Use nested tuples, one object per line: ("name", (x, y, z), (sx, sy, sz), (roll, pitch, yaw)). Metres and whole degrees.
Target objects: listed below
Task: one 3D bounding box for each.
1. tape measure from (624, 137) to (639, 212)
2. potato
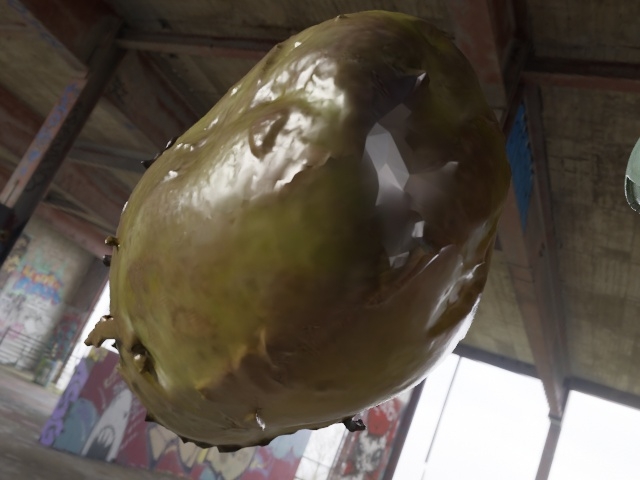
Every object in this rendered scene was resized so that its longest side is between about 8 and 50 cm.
("tape measure", (0.571, -0.110, 0.927), (0.246, 0.243, 0.125), (3, 30, -34))
("potato", (0.000, 0.000, 0.415), (0.300, 0.289, 0.237), (1, -11, -16))
